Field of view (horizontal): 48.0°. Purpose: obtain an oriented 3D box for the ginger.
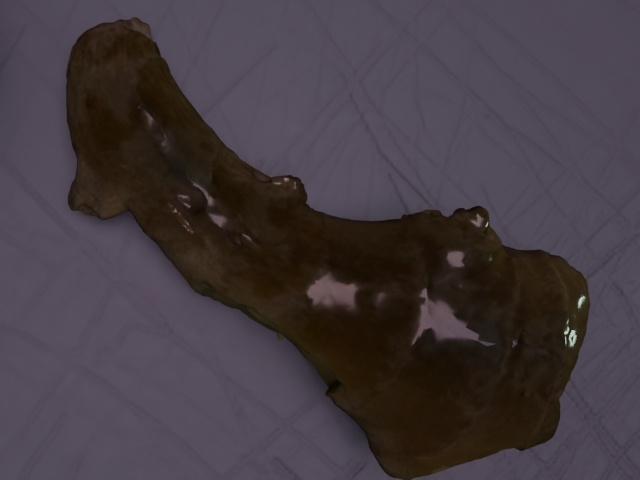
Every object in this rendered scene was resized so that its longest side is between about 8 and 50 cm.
[{"bbox_3d":[0.000,0.000,0.336,0.294,0.086,0.131,40,103,-2],"label":"ginger"}]
